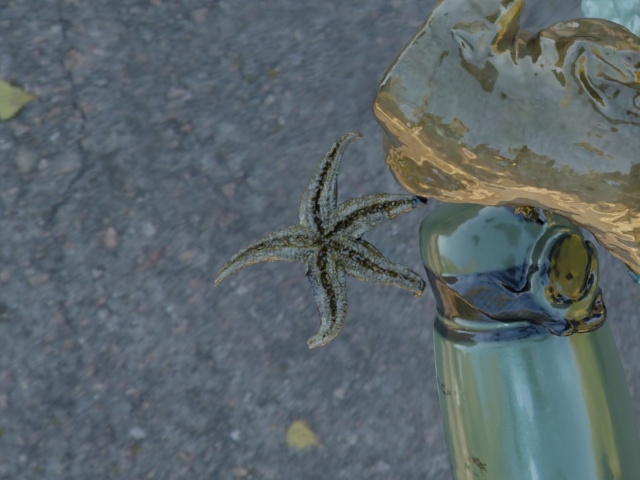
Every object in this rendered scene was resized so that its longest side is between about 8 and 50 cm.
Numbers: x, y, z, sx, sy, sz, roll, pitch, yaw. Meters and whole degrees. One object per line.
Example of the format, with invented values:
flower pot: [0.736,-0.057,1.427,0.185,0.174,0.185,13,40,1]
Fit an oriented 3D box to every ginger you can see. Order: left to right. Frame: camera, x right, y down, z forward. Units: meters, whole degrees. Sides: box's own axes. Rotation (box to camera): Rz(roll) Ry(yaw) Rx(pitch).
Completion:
ginger: [0.128,-0.043,0.666,0.213,0.074,0.137,28,148,-9]

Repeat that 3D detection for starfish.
starfish: [0.003,0.001,1.456,0.238,0.057,0.213,-10,80,17]

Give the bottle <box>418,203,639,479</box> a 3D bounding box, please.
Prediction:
bottle: [0.176,0.107,1.205,0.168,0.168,0.347,-8,111,16]

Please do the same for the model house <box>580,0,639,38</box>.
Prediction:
model house: [0.401,-0.186,1.316,0.248,0.230,0.281,26,132,43]

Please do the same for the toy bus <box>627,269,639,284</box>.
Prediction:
toy bus: [0.280,-0.001,0.995,0.079,0.160,0.092,-33,68,-14]
